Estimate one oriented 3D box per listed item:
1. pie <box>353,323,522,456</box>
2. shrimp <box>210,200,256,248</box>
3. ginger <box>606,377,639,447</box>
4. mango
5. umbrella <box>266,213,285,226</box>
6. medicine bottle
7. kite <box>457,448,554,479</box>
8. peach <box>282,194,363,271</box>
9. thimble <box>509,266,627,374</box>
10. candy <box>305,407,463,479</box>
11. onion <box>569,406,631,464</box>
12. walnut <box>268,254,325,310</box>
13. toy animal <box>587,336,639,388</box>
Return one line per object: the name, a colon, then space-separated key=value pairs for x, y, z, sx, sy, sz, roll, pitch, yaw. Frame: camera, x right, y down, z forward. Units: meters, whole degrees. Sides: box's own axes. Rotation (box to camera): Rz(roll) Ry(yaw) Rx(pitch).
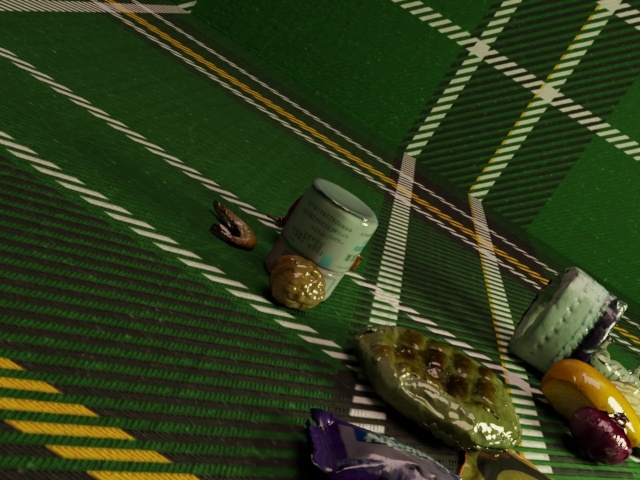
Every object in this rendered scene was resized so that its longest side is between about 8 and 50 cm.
pie: x=0.181 y=0.216 z=1.339 sx=0.306 sy=0.071 sz=0.306 roll=25 pitch=15 yaw=-7
shrimp: x=-0.159 y=-0.030 z=1.512 sx=0.091 sy=0.025 sz=0.127 roll=12 pitch=29 yaw=-50
ginger: x=0.581 y=0.334 z=1.775 sx=0.193 sy=0.115 sz=0.122 roll=25 pitch=-6 yaw=2
mango: x=0.513 y=0.303 z=1.656 sx=0.217 sy=0.102 sz=0.141 roll=41 pitch=-24 yaw=2
umbrella: x=-0.033 y=-0.017 z=1.723 sx=0.165 sy=0.025 sz=0.027 roll=27 pitch=-5 yaw=-28
medicine bottle: x=0.000 y=0.000 z=1.467 sx=0.135 sy=0.168 sz=0.135 roll=32 pitch=15 yaw=-10
kite: x=0.319 y=0.387 z=1.223 sx=0.377 sy=0.013 sz=0.327 roll=21 pitch=21 yaw=-39
peach: x=0.000 y=-0.002 z=1.622 sx=0.172 sy=0.092 sz=0.127 roll=52 pitch=27 yaw=21
thimble: x=0.507 y=0.169 z=1.829 sx=0.150 sy=0.237 sz=0.237 roll=36 pitch=16 yaw=5
candy: x=0.103 y=0.278 z=1.024 sx=0.275 sy=0.070 sz=0.145 roll=26 pitch=10 yaw=-8
onion: x=0.489 y=0.334 z=1.546 sx=0.115 sy=0.104 sz=0.115 roll=49 pitch=4 yaw=-4
walnut: x=-0.038 y=0.065 z=1.372 sx=0.096 sy=0.082 sz=0.079 roll=25 pitch=45 yaw=-34
toy animal: x=0.687 y=0.313 z=2.064 sx=0.217 sy=0.073 sz=0.176 roll=33 pitch=30 yaw=13
